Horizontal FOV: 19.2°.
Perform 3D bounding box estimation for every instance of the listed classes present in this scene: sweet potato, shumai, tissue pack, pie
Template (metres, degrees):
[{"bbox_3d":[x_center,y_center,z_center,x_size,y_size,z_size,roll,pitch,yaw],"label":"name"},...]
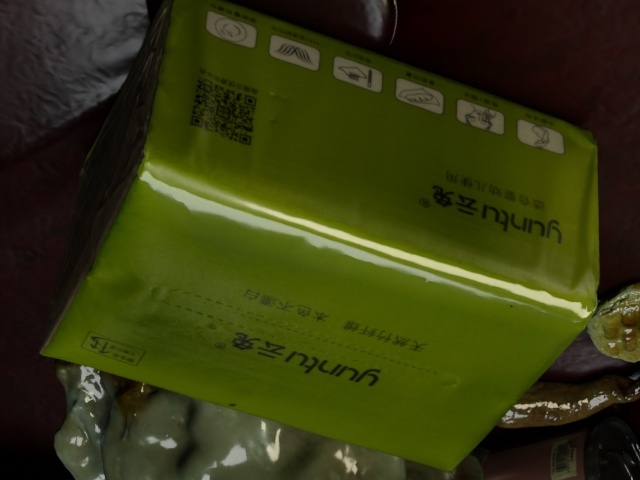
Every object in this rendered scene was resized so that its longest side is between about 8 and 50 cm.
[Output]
[{"bbox_3d":[0.161,0.115,1.357,0.153,0.038,0.041,-4,163,10],"label":"sweet potato"},{"bbox_3d":[-0.068,0.167,1.270,0.309,0.304,0.263,-22,123,28],"label":"shumai"},{"bbox_3d":[0.000,0.000,1.130,0.274,0.167,0.200,19,140,-14],"label":"tissue pack"},{"bbox_3d":[0.223,0.057,1.288,0.084,0.020,0.084,3,141,3],"label":"pie"}]

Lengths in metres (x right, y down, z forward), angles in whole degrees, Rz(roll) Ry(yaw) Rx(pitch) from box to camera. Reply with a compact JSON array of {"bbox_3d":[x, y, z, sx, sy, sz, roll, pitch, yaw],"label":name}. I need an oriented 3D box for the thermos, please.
[{"bbox_3d":[0.078,0.216,1.435,0.330,0.110,0.136,-18,136,28],"label":"thermos"}]
